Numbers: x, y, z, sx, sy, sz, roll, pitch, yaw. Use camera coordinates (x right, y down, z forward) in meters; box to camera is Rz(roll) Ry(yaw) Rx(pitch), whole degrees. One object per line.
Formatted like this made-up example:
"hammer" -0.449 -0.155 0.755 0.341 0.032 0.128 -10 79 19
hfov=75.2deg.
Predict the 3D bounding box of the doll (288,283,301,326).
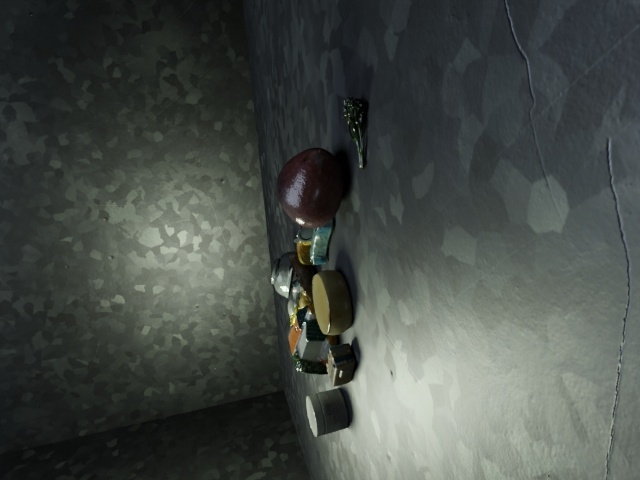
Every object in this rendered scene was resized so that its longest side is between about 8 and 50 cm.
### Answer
"doll" -0.130 0.400 2.378 0.237 0.110 0.253 84 -175 -61

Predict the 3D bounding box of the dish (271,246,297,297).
"dish" -0.211 0.183 2.379 0.303 0.119 0.304 -170 90 -89

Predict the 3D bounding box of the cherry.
"cherry" -0.031 -0.187 1.426 0.261 0.220 0.308 62 144 34

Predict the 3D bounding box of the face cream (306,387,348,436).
"face cream" 0.030 0.766 1.859 0.177 0.152 0.178 170 90 -75

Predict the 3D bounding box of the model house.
"model house" -0.013 0.404 1.864 0.271 0.190 0.301 -116 37 -61

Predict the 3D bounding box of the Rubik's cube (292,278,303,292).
"Rubik's cube" -0.105 0.249 2.279 0.075 0.084 0.073 -91 -25 -55

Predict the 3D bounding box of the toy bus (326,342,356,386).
"toy bus" 0.079 0.489 1.624 0.182 0.091 0.103 94 160 -47

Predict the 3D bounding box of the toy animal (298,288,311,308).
"toy animal" -0.074 0.275 2.153 0.070 0.083 0.160 -8 -82 -80

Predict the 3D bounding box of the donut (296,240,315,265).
"donut" -0.070 0.031 2.001 0.146 0.078 0.182 -127 33 -58

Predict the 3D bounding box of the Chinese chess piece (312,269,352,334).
"Chinese chess piece" 0.043 0.239 1.612 0.251 0.097 0.251 172 90 -75

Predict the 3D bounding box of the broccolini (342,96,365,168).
"broccolini" 0.096 -0.296 1.159 0.074 0.058 0.202 -120 26 -73

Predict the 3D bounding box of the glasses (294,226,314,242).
"glasses" -0.091 -0.146 1.893 0.268 0.117 0.234 -116 21 -51

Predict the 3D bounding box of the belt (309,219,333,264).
"belt" 0.000 0.000 1.695 0.303 0.072 0.088 99 160 -51

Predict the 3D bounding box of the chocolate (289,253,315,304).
"chocolate" -0.067 0.174 2.042 0.161 0.083 0.262 61 -177 -49
